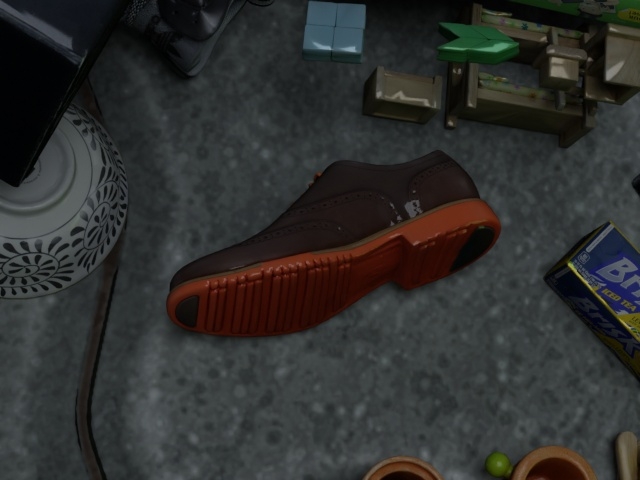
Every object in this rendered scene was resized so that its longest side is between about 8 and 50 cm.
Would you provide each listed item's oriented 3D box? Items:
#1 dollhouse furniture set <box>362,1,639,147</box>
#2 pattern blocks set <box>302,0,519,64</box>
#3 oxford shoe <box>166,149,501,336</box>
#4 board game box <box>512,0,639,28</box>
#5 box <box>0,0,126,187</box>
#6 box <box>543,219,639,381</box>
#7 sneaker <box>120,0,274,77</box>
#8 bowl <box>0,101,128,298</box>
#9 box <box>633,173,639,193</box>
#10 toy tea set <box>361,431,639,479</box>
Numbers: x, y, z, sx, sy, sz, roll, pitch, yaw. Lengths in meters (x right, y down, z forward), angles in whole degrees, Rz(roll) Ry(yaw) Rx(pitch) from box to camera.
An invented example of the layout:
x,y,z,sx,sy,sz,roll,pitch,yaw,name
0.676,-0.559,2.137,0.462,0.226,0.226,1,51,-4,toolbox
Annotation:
x,y,z,sx,sy,sz,roll,pitch,yaw,name
0.145,-0.158,1.238,0.181,0.161,0.101,8,74,-13,dollhouse furniture set
0.080,-0.279,1.232,0.285,0.026,0.325,-4,64,-2,pattern blocks set
0.000,0.000,1.211,0.271,0.097,0.098,-15,60,-21,oxford shoe
0.158,-0.301,1.289,0.317,0.046,0.214,14,68,6,board game box
-0.220,-0.294,1.043,0.293,0.212,0.395,30,63,-9,box
0.264,0.067,1.266,0.059,0.054,0.169,-43,88,-20,box
-0.160,-0.187,1.200,0.268,0.101,0.153,-30,82,-22,sneaker
-0.222,-0.047,1.162,0.170,0.080,0.170,4,75,-14,bowl
0.389,-0.022,1.292,0.153,0.108,0.207,-37,87,-19,box
0.183,0.237,1.164,0.336,0.124,0.200,-1,76,-14,toy tea set
